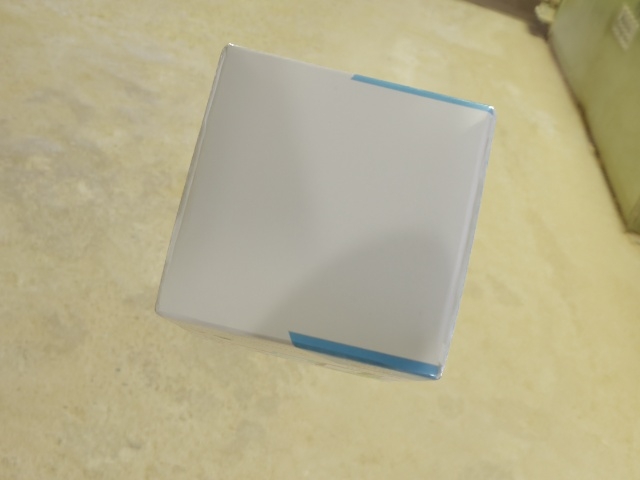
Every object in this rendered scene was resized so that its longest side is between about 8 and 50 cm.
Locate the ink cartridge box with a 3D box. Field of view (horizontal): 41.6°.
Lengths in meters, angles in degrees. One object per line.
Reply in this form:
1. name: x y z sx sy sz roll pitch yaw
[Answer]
1. ink cartridge box: 0.000 0.000 0.690 0.198 0.270 0.197 13 80 0
